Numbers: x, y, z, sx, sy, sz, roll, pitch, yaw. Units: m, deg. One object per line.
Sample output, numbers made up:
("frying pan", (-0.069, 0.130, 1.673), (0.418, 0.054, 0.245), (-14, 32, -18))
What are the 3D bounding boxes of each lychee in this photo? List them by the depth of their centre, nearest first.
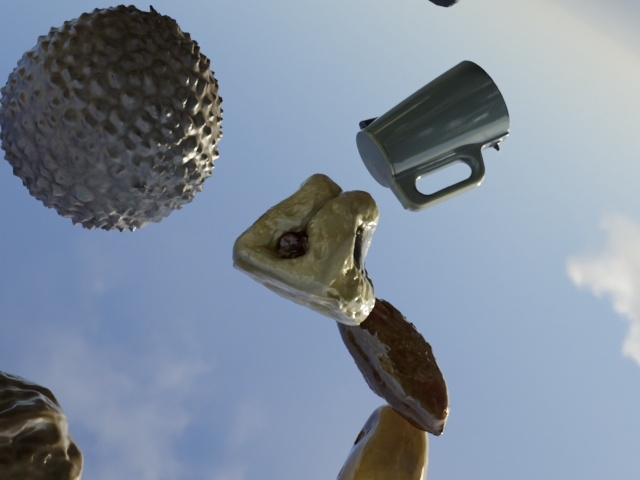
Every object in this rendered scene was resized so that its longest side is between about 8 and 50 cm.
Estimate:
("lychee", (-0.255, -0.143, 1.382), (0.300, 0.300, 0.300), (30, -164, -10))

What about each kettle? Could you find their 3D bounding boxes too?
("kettle", (0.205, -0.171, 1.931), (0.210, 0.243, 0.160), (57, 165, 10))

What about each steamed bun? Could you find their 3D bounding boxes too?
("steamed bun", (0.000, 0.000, 1.327), (0.172, 0.155, 0.141), (21, 168, 25))

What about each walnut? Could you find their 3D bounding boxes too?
("walnut", (-0.477, 0.313, 1.554), (0.273, 0.273, 0.227), (24, 157, -30))

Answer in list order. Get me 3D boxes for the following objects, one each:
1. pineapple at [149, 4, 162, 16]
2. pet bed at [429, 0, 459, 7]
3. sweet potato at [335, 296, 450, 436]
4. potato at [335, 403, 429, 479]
("pineapple", (-0.221, -0.256, 1.647), (0.221, 0.047, 0.221), (60, 175, 10))
("pet bed", (0.094, -0.322, 0.902), (0.211, 0.183, 0.159), (46, -149, 3))
("sweet potato", (0.070, 0.124, 1.614), (0.385, 0.109, 0.109), (53, -158, 19))
("potato", (0.096, 0.358, 1.685), (0.146, 0.150, 0.234), (52, -138, -18))
